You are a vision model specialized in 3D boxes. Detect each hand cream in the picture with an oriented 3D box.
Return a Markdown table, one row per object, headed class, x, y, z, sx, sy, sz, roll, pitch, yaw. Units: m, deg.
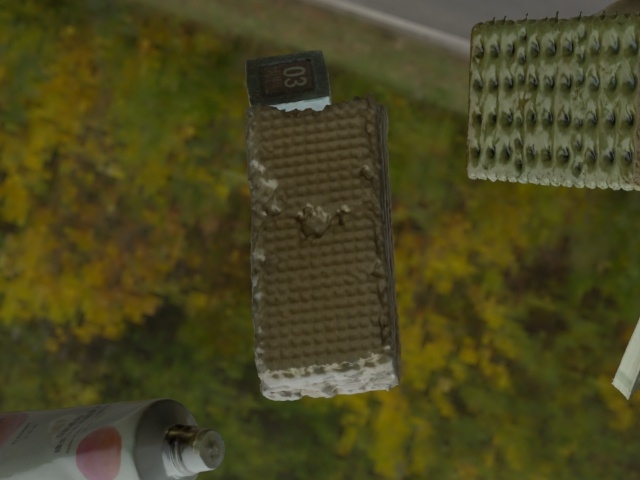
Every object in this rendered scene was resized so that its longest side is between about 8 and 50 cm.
| class | x | y | z | sx | sy | sz | roll | pitch | yaw |
| --- | --- | --- | --- | --- | --- | --- | --- | --- | --- |
| hand cream | -0.213 | 0.165 | 1.443 | 0.341 | 0.124 | 0.078 | -6 | 122 | 35 |

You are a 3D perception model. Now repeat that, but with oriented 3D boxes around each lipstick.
| class | x | y | z | sx | sy | sz | roll | pitch | yaw |
| --- | --- | --- | --- | --- | --- | --- | --- | --- | --- |
| lipstick | -0.010 | -0.009 | 1.793 | 0.076 | 0.371 | 0.080 | -9 | -138 | -1 |

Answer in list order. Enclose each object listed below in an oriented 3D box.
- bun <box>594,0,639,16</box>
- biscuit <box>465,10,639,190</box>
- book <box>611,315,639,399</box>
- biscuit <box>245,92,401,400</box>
| class | x | y | z | sx | sy | sz | roll | pitch | yaw |
| --- | --- | --- | --- | --- | --- | --- | --- | --- | --- |
| bun | 0.345 | -0.191 | 1.993 | 0.173 | 0.113 | 0.166 | -20 | 167 | -9 |
| biscuit | 0.184 | -0.111 | 1.469 | 0.016 | 0.139 | 0.231 | 0 | -175 | -31 |
| book | 0.376 | 0.002 | 1.766 | 0.025 | 0.282 | 0.215 | 37 | -128 | 25 |
| biscuit | 0.000 | 0.000 | 1.394 | 0.108 | 0.239 | 0.062 | -7 | 155 | 10 |
